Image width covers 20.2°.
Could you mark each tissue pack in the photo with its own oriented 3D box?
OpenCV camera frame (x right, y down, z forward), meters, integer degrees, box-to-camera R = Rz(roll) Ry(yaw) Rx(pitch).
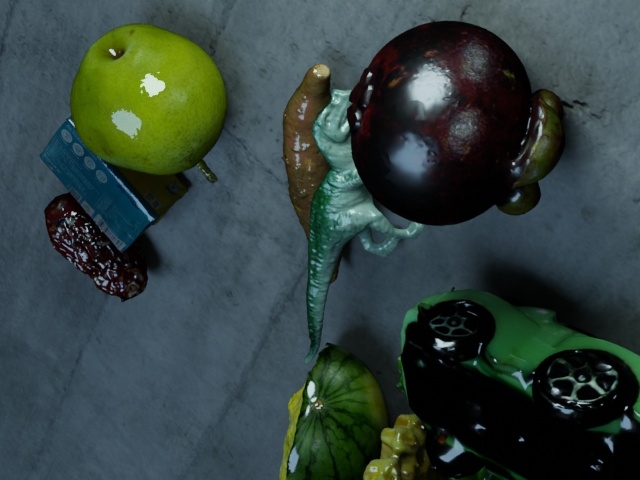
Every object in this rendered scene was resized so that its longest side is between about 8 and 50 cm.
[{"bbox_3d":[-0.256,-0.086,2.232,0.169,0.082,0.120,49,145,0],"label":"tissue pack"}]

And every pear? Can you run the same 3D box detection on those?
[{"bbox_3d":[-0.184,-0.144,2.051,0.180,0.166,0.216,-1,145,33],"label":"pear"}]

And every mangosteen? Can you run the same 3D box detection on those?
[{"bbox_3d":[0.125,-0.109,1.707,0.210,0.210,0.210,29,141,27],"label":"mangosteen"}]

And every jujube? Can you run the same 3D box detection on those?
[{"bbox_3d":[-0.290,0.005,2.349,0.166,0.104,0.104,53,146,-15],"label":"jujube"}]

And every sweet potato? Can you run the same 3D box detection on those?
[{"bbox_3d":[-0.009,-0.071,1.983,0.066,0.072,0.314,-125,24,-45],"label":"sweet potato"}]

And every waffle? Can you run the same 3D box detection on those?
[{"bbox_3d":[0.107,0.337,2.144,0.056,0.249,0.253,6,158,29],"label":"waffle"}]

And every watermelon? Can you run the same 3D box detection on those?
[{"bbox_3d":[0.019,0.237,2.156,0.127,0.204,0.232,16,145,4],"label":"watermelon"}]

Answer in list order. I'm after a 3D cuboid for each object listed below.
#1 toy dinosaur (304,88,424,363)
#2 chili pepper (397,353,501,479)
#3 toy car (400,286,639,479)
[{"bbox_3d":[0.049,0.008,1.974,0.129,0.076,0.383,7,123,5],"label":"toy dinosaur"},{"bbox_3d":[0.162,0.227,2.065,0.257,0.100,0.074,63,-175,-10],"label":"chili pepper"},{"bbox_3d":[0.251,0.173,1.852,0.359,0.176,0.213,27,139,35],"label":"toy car"}]
